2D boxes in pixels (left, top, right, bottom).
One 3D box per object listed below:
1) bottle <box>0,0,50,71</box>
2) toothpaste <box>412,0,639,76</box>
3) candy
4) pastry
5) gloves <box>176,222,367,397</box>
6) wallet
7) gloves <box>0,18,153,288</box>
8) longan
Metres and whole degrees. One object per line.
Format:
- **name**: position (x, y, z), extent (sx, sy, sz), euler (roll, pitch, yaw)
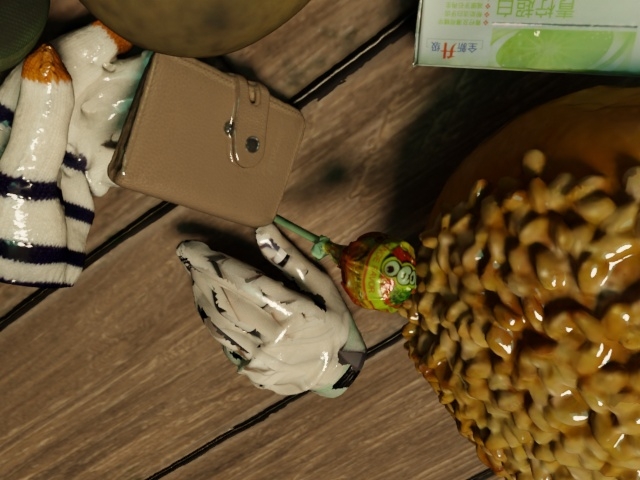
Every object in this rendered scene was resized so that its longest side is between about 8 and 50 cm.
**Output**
- **bottle**: position (-0.292, -0.129, 0.371), extent (0.271, 0.143, 0.156), euler (-17, 167, 40)
- **toothpaste**: position (0.241, -0.148, 0.395), extent (0.336, 0.081, 0.067), euler (8, 115, 16)
- **candy**: position (0.000, 0.000, 0.474), extent (0.060, 0.201, 0.060), euler (-19, 121, -35)
- **pastry**: position (0.242, 0.083, 0.432), extent (0.245, 0.409, 0.409), euler (-41, 125, -31)
- **gloves**: position (-0.052, 0.072, 0.550), extent (0.212, 0.111, 0.127), euler (35, 116, -30)
- **wallet**: position (-0.082, -0.078, 0.451), extent (0.153, 0.039, 0.118), euler (16, 93, -42)
- **gloves**: position (-0.204, -0.073, 0.446), extent (0.140, 0.131, 0.218), euler (20, 83, -57)
- **longan**: position (-0.078, -0.203, 0.355), extent (0.187, 0.167, 0.167), euler (-16, 120, 2)
